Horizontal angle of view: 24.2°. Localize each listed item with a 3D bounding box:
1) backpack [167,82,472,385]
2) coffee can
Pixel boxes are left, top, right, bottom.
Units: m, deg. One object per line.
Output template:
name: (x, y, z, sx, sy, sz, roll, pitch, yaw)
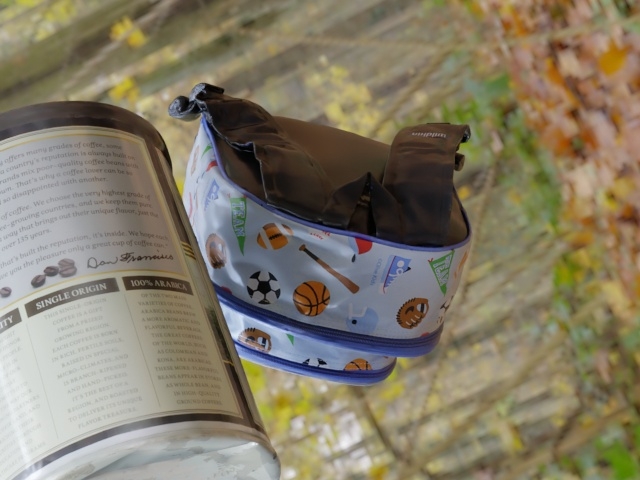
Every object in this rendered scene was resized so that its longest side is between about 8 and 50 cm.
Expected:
backpack: (0.000, 0.000, 1.258, 0.263, 0.276, 0.213, -113, 32, -74)
coffee can: (-0.164, 0.071, 1.041, 0.201, 0.201, 0.275, 51, -166, -58)
